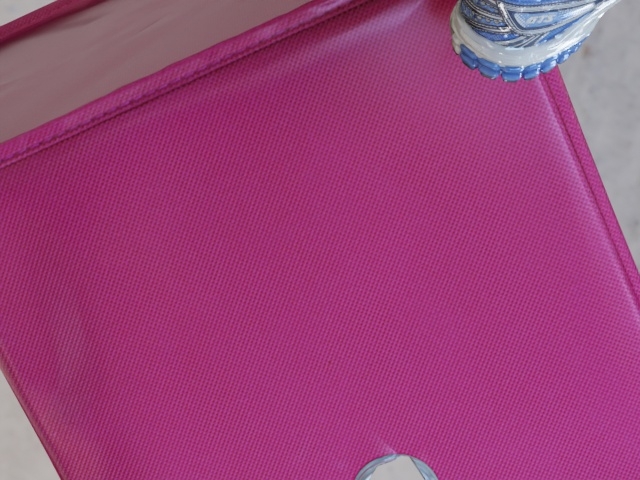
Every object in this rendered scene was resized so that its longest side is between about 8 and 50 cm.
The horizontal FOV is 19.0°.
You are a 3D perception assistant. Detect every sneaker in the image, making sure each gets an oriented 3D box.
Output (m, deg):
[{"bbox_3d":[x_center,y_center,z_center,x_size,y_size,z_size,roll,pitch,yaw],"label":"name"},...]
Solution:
[{"bbox_3d":[0.100,-0.109,0.637,0.135,0.052,0.058,-42,156,-16],"label":"sneaker"}]

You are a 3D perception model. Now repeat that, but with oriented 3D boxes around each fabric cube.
[{"bbox_3d":[0.000,0.000,0.859,0.254,0.259,0.258,-23,109,6],"label":"fabric cube"}]
